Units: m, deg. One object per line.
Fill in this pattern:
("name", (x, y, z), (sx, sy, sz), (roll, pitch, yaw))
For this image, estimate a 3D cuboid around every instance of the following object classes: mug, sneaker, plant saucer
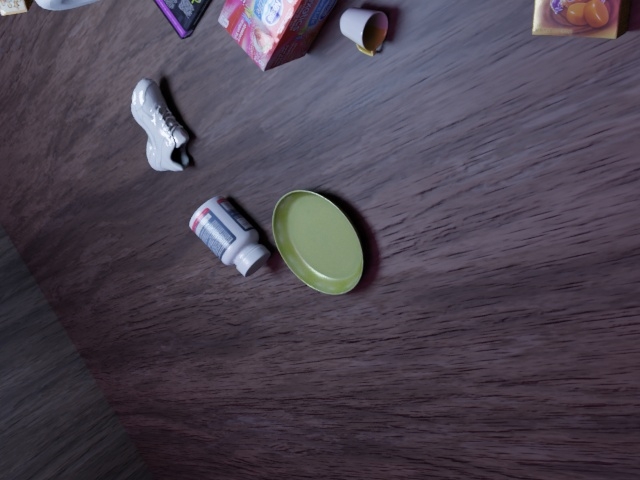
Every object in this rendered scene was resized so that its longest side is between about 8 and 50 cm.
("mug", (0.064, -0.341, 1.007), (0.064, 0.062, 0.078), (35, 128, 33))
("sneaker", (-0.354, -0.264, 1.435), (0.115, 0.090, 0.232), (13, 133, 29))
("plant saucer", (0.000, 0.000, 1.301), (0.241, 0.037, 0.241), (23, 130, 31))

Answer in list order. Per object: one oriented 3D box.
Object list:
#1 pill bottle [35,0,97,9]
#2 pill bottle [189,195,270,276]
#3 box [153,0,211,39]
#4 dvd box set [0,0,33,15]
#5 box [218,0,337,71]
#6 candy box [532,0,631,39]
("pill bottle", (-0.528, -0.685, 1.204), (0.229, 0.229, 0.407), (-6, 111, 45))
("pill bottle", (-0.206, -0.006, 1.434), (0.180, 0.108, 0.108), (45, 138, 11))
("box", (-0.272, -0.499, 1.238), (0.116, 0.029, 0.162), (55, 140, -1))
("dvd box set", (-0.735, -0.738, 1.369), (0.307, 0.062, 0.420), (-125, 24, -55))
("box", (-0.047, -0.419, 1.009), (0.128, 0.123, 0.257), (49, 138, 7))
("candy box", (0.327, -0.349, 0.763), (0.109, 0.053, 0.186), (17, 125, 36))
